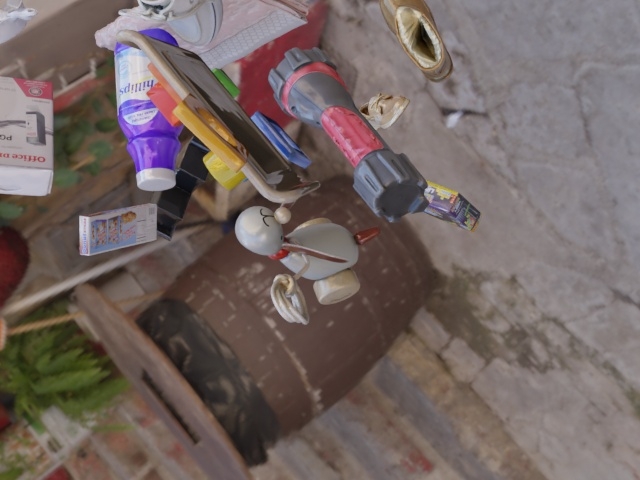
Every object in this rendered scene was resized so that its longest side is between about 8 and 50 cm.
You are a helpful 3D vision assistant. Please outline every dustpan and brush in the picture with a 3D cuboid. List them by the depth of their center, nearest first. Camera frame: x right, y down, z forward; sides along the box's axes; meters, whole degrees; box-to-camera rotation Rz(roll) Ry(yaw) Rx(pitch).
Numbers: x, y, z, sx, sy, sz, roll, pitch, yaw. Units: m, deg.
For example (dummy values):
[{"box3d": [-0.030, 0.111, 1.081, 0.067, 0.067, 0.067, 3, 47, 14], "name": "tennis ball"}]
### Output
[{"box3d": [-0.568, -0.401, 1.597, 0.211, 0.147, 0.060, 16, 145, 33], "name": "dustpan and brush"}]

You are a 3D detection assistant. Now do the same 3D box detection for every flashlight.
[{"box3d": [0.032, -0.152, 1.221, 0.304, 0.103, 0.103, 57, 168, 39], "name": "flashlight"}]

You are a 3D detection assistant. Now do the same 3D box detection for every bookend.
[{"box3d": [-0.283, -0.105, 1.800, 0.072, 0.156, 0.157, 29, 144, -21], "name": "bookend"}]

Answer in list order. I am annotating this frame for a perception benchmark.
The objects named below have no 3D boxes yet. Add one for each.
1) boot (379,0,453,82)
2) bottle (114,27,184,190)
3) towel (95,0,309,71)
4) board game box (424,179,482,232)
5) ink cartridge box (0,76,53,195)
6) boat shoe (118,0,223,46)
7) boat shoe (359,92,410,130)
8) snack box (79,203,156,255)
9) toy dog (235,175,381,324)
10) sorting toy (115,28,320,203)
[{"box3d": [0.176, -0.411, 1.673, 0.236, 0.089, 0.269, 55, -167, 5], "name": "boot"}, {"box3d": [-0.299, -0.230, 1.561, 0.092, 0.118, 0.282, 34, -133, -67], "name": "bottle"}, {"box3d": [-0.237, -0.438, 1.806, 0.332, 0.317, 0.053, -18, 77, 36], "name": "towel"}, {"box3d": [0.230, -0.083, 1.818, 0.170, 0.048, 0.141, 25, 178, 35], "name": "board game box"}, {"box3d": [-0.594, -0.202, 1.687, 0.092, 0.159, 0.217, 127, 140, -54], "name": "ink cartridge box"}, {"box3d": [-0.264, -0.415, 1.452, 0.136, 0.156, 0.367, 15, 156, 14], "name": "boat shoe"}, {"box3d": [0.119, -0.256, 1.723, 0.059, 0.063, 0.170, 39, 165, -12], "name": "boat shoe"}, {"box3d": [-0.334, -0.020, 1.473, 0.022, 0.178, 0.064, 9, 102, 25], "name": "snack box"}, {"box3d": [0.000, 0.000, 1.517, 0.220, 0.161, 0.334, 58, -165, 4], "name": "toy dog"}, {"box3d": [-0.091, -0.099, 0.780, 0.196, 0.047, 0.347, 46, -171, 0], "name": "sorting toy"}]
